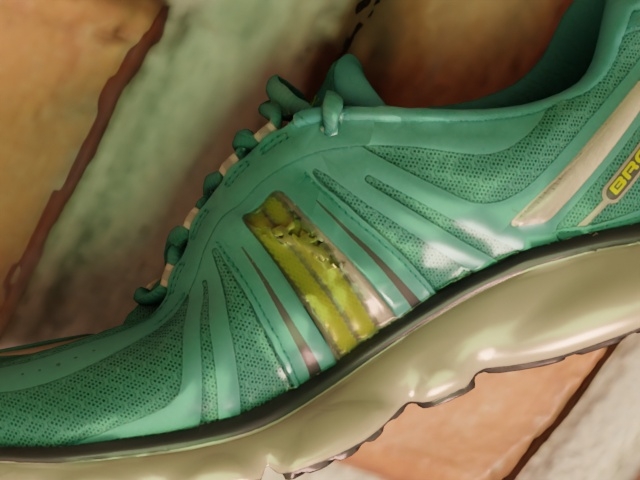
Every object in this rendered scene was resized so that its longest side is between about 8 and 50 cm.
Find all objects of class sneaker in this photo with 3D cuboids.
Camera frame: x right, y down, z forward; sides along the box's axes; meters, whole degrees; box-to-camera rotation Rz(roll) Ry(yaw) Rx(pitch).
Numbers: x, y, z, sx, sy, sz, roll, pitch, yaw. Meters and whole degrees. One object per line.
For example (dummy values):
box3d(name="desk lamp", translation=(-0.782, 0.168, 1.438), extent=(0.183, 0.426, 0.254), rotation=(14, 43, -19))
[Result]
box3d(name="sneaker", translation=(0.000, 0.000, 0.474), extent=(0.275, 0.107, 0.110), rotation=(-23, 105, -7))
